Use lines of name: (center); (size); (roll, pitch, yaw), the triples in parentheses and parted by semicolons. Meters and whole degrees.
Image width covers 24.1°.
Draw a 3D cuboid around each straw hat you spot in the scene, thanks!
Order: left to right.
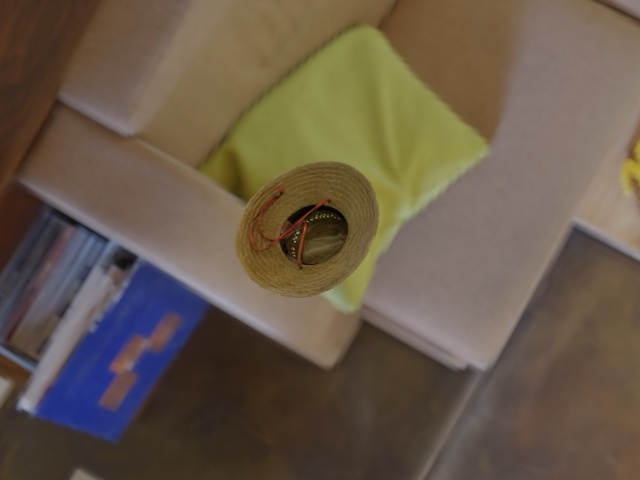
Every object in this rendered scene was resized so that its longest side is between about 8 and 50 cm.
straw hat: (0.000, 0.000, 1.360); (0.144, 0.144, 0.061); (-58, 144, -10)
